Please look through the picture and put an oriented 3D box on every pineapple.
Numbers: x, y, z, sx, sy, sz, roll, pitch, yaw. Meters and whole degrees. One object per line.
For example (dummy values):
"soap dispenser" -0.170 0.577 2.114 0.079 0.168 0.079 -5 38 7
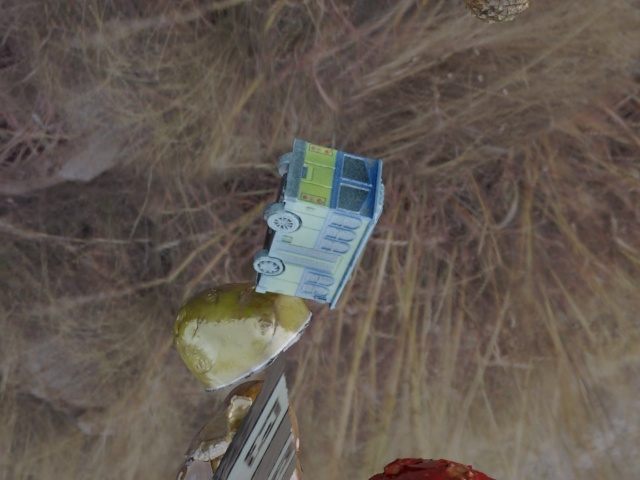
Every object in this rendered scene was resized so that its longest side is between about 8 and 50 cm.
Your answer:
"pineapple" 0.266 -0.438 1.368 0.128 0.128 0.248 -36 163 21

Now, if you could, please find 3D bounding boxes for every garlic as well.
"garlic" -0.120 0.320 1.225 0.160 0.214 0.191 -23 112 16

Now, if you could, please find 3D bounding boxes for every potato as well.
"potato" -0.186 0.176 1.843 0.300 0.246 0.196 -32 105 5

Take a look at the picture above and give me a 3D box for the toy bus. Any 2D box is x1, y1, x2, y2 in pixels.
"toy bus" -0.011 -0.022 1.535 0.190 0.152 0.312 13 143 -7

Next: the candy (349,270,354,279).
"candy" 0.000 0.000 1.994 0.104 0.102 0.234 -11 127 24

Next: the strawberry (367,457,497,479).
"strawberry" 0.125 0.341 0.782 0.258 0.261 0.261 -10 142 46

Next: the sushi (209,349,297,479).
"sushi" -0.044 0.274 0.571 0.100 0.296 0.373 25 157 11
